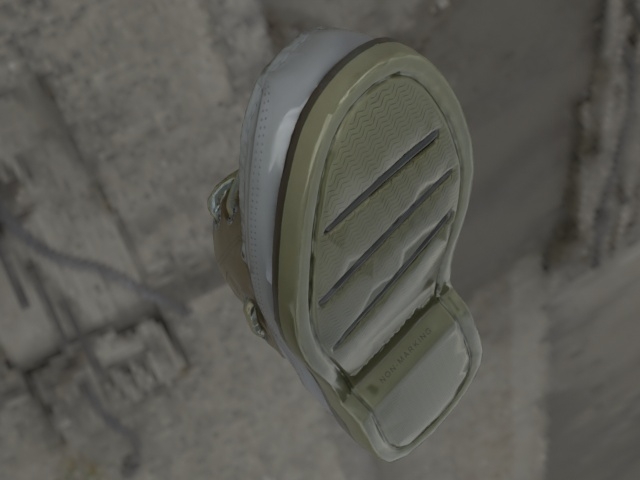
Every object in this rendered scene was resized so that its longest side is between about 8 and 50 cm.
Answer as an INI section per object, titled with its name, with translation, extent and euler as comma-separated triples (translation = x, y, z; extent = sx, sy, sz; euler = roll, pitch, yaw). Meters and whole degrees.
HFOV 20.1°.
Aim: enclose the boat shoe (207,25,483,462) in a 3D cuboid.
[boat shoe]
translation = 0.000, 0.000, 0.800
extent = 0.113, 0.103, 0.302
euler = -43, 154, -18
